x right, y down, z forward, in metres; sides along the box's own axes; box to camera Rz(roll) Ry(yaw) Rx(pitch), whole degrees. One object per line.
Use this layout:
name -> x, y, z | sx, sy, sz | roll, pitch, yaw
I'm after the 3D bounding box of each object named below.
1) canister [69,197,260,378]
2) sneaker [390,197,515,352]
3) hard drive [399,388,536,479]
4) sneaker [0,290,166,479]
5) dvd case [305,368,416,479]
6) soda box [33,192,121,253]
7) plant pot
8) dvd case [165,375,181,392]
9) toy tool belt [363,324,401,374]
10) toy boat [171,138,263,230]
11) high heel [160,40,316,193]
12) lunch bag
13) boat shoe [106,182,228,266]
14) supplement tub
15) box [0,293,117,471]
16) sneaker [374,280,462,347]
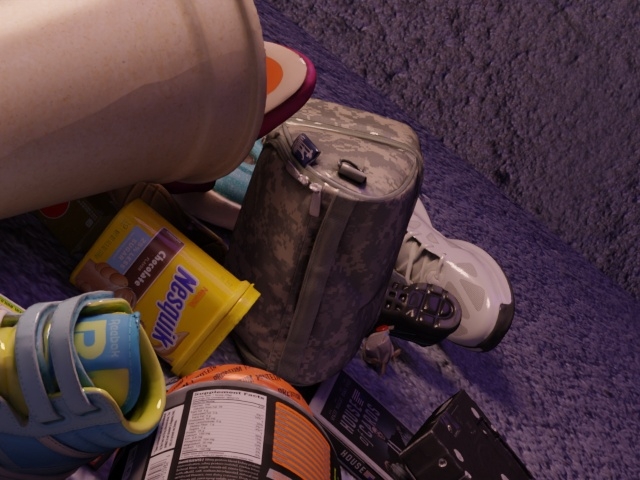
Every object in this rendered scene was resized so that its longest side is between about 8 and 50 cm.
canister -> -0.169, 0.052, 1.245 | 0.170, 0.126, 0.073 | 40, 18, -2
sneaker -> 0.115, 0.023, 1.949 | 0.257, 0.169, 0.447 | 15, 23, -40
hard drive -> 0.243, 0.357, 1.448 | 0.339, 0.064, 0.237 | 51, 16, 5
sneaker -> -0.247, 0.079, 0.825 | 0.319, 0.208, 0.127 | 25, 50, -44
dvd case -> 0.081, 0.263, 1.443 | 0.238, 0.029, 0.179 | 43, 17, -2
soda box -> -0.310, -0.070, 1.330 | 0.181, 0.061, 0.058 | 46, 18, 12
plant pot -> -0.277, -0.164, 1.167 | 0.305, 0.334, 0.334 | -29, 69, -39
dvd case -> -0.131, 0.191, 1.178 | 0.119, 0.013, 0.087 | 46, 17, 14
toy tool belt -> 0.090, 0.161, 1.698 | 0.083, 0.052, 0.051 | -51, 125, -70
toy boat -> -0.081, -0.060, 1.665 | 0.318, 0.148, 0.267 | 49, 18, 23
high heel -> -0.099, -0.136, 1.390 | 0.181, 0.127, 0.377 | 24, -20, -40
lunch bag -> 0.000, 0.000, 1.418 | 0.212, 0.305, 0.256 | 15, 26, -5
boat shoe -> -0.203, -0.028, 1.485 | 0.190, 0.068, 0.072 | 43, 1, -23
supplement tub -> -0.077, 0.234, 0.883 | 0.193, 0.193, 0.316 | 38, 17, -13
box -> -0.266, 0.110, 1.034 | 0.207, 0.036, 0.114 | 36, 18, -19
sneaker -> 0.077, 0.093, 1.766 | 0.267, 0.106, 0.101 | 26, 57, 0
